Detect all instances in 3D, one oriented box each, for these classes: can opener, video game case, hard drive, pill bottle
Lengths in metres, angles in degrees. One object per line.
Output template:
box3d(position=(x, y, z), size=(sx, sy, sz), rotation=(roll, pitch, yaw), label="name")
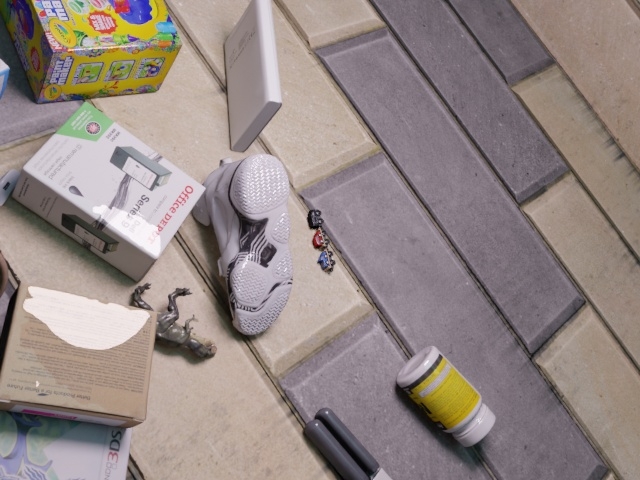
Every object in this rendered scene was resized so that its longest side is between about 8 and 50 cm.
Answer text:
box3d(position=(0.092, 0.447, 1.457), size=(0.283, 0.095, 0.076), rotation=(49, 49, 0), label="can opener")
box3d(position=(-0.460, 0.327, 1.145), size=(0.329, 0.036, 0.299), rotation=(21, 34, -21), label="video game case")
box3d(position=(-0.159, -0.385, 1.694), size=(0.040, 0.203, 0.307), rotation=(8, 60, -29), label="hard drive")
box3d(position=(0.276, 0.342, 1.620), size=(0.208, 0.119, 0.119), rotation=(46, 49, -2), label="pill bottle")

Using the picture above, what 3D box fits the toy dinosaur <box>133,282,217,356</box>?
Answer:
box3d(position=(-0.309, 0.142, 1.398), size=(0.268, 0.064, 0.118), rotation=(18, 63, -20), label="toy dinosaur")

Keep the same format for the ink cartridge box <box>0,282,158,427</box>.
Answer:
box3d(position=(-0.398, 0.192, 1.208), size=(0.235, 0.088, 0.193), rotation=(18, 60, -29), label="ink cartridge box")

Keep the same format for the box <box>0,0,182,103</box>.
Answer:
box3d(position=(-0.490, -0.465, 1.547), size=(0.279, 0.177, 0.289), rotation=(-16, 74, -37), label="box")

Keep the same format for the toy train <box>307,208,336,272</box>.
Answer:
box3d(position=(0.000, 0.000, 1.696), size=(0.036, 0.027, 0.158), rotation=(-3, 66, -30), label="toy train")

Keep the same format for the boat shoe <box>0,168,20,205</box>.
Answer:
box3d(position=(-0.594, -0.091, 1.362), size=(0.035, 0.035, 0.100), rotation=(48, 50, -31), label="boat shoe")

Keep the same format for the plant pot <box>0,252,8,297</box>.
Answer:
box3d(position=(-0.655, 0.010, 1.149), size=(0.263, 0.263, 0.229), rotation=(-15, 55, -38), label="plant pot")

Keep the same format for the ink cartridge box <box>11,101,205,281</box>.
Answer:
box3d(position=(-0.400, -0.093, 1.428), size=(0.289, 0.121, 0.211), rotation=(36, 51, -12), label="ink cartridge box")

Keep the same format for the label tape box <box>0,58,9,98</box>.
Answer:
box3d(position=(-0.788, -0.348, 1.331), size=(0.348, 0.115, 0.249), rotation=(45, 49, -5), label="label tape box")

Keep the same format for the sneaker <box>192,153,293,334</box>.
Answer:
box3d(position=(-0.162, 0.000, 1.528), size=(0.138, 0.210, 0.365), rotation=(-4, 101, -34), label="sneaker")
